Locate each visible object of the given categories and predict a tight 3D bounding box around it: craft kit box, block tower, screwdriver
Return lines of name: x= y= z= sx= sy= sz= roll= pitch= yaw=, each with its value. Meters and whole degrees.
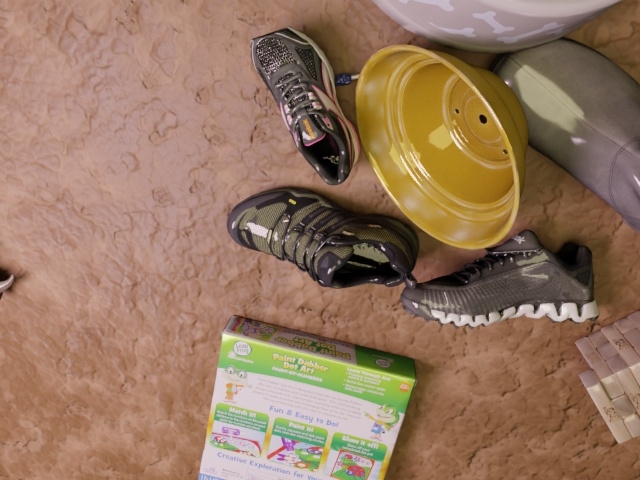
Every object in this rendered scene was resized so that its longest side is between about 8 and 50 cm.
craft kit box: x=-0.025 y=0.244 z=0.766 sx=0.250 sy=0.061 sz=0.246 roll=14 pitch=114 yaw=2
block tower: x=0.456 y=0.099 z=0.633 sx=0.336 sy=0.097 sz=0.090 roll=-31 pitch=103 yaw=15
screwdriver: x=0.046 y=-0.178 z=0.616 sx=0.170 sy=0.025 sz=0.024 roll=-8 pitch=109 yaw=13

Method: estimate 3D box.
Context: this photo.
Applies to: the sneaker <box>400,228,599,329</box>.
sneaker: x=0.203 y=0.039 z=0.643 sx=0.235 sy=0.078 sz=0.106 roll=0 pitch=101 yaw=-9

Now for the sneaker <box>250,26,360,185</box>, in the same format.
sneaker: x=-0.009 y=-0.134 z=0.590 sx=0.072 sy=0.077 sz=0.178 roll=-27 pitch=118 yaw=21

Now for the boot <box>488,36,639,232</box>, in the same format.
boot: x=0.311 y=-0.065 z=0.519 sx=0.338 sy=0.222 sz=0.118 roll=34 pitch=111 yaw=-6

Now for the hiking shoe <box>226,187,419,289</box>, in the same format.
hiking shoe: x=0.000 y=0.000 z=0.640 sx=0.227 sy=0.114 sz=0.086 roll=9 pitch=110 yaw=4

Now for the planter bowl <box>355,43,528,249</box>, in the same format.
planter bowl: x=0.137 y=-0.106 z=0.573 sx=0.090 sy=0.217 sz=0.217 roll=-33 pitch=107 yaw=-22

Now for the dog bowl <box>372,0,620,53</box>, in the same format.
dog bowl: x=0.169 y=-0.333 z=0.453 sx=0.349 sy=0.102 sz=0.348 roll=-2 pitch=105 yaw=-10

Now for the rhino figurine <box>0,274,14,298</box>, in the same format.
rhino figurine: x=-0.516 y=0.045 z=0.743 sx=0.244 sy=0.073 sz=0.106 roll=2 pitch=113 yaw=5
